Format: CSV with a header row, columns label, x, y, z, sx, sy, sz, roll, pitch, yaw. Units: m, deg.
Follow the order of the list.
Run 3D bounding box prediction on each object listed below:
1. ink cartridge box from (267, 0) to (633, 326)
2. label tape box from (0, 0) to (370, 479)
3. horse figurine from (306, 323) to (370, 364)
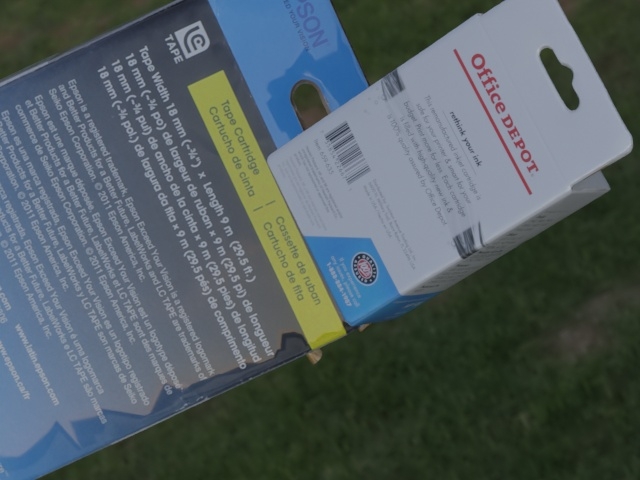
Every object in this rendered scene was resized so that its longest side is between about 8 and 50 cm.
label,x,y,z,sx,sy,sz,roll,pitch,yaw
ink cartridge box,0.074,-0.043,0.927,0.180,0.104,0.060,-32,-14,25
label tape box,-0.113,-0.016,1.181,0.333,0.241,0.106,-24,10,1
horse figurine,0.000,0.000,1.551,0.066,0.174,0.263,-43,-9,33
